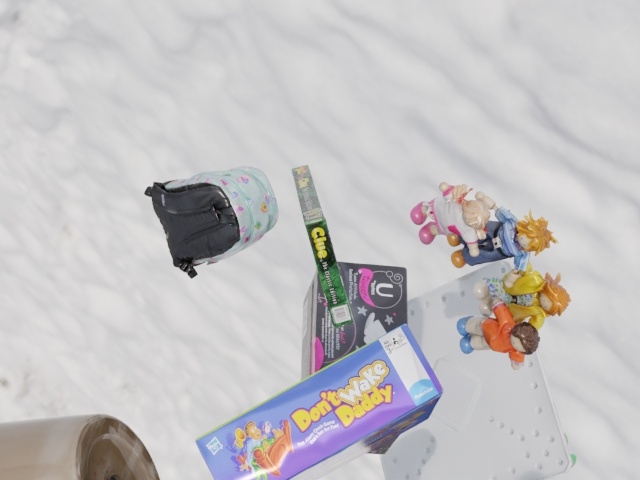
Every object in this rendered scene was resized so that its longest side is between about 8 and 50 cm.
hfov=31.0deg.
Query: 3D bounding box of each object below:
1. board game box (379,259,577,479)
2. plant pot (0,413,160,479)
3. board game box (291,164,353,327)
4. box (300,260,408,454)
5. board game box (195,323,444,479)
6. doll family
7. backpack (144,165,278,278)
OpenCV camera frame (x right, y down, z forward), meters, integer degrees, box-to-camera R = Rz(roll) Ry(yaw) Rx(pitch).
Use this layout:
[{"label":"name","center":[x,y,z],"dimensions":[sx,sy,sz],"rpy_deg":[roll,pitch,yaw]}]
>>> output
[{"label":"board game box","center":[0.253,0.282,2.125],"dimensions":[0.390,0.050,0.389],"rpy_deg":[-27,68,35]},{"label":"plant pot","center":[-0.353,0.345,1.409],"dimensions":[0.323,0.280,0.323],"rpy_deg":[55,-159,-33]},{"label":"board game box","center":[0.000,0.000,1.454],"dimensions":[0.259,0.030,0.136],"rpy_deg":[-105,2,-71]},{"label":"box","center":[0.050,0.177,1.722],"dimensions":[0.142,0.247,0.163],"rpy_deg":[6,153,-7]},{"label":"board game box","center":[0.008,0.204,1.259],"dimensions":[0.078,0.233,0.347],"rpy_deg":[61,176,12]},{"label":"doll family","center":[0.233,0.028,1.458],"dimensions":[0.163,0.118,0.263],"rpy_deg":[-6,110,60]},{"label":"backpack","center":[-0.150,-0.041,1.653],"dimensions":[0.182,0.115,0.152],"rpy_deg":[-14,105,49]}]
